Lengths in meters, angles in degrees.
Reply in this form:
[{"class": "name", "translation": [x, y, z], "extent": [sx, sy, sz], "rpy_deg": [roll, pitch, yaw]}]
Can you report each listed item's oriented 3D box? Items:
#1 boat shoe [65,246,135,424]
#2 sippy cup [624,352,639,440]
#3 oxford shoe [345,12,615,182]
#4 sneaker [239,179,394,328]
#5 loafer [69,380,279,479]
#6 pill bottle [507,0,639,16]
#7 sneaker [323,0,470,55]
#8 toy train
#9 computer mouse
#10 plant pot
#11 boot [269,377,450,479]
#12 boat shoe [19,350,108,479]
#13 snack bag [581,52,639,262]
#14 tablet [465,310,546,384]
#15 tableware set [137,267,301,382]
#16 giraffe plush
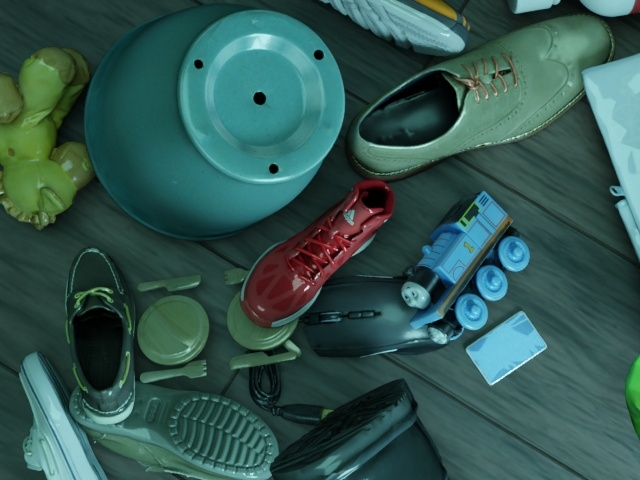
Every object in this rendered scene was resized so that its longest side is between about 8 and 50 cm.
[{"class": "boat shoe", "translation": [-0.252, 0.096, 1.670], "extent": [0.081, 0.068, 0.227], "rpy_deg": [-9, 57, -7]}, {"class": "sippy cup", "translation": [0.500, 0.142, 1.548], "extent": [0.240, 0.224, 0.305], "rpy_deg": [28, 110, -23]}, {"class": "oxford shoe", "translation": [0.193, -0.170, 1.690], "extent": [0.348, 0.130, 0.123], "rpy_deg": [-29, 83, -1]}, {"class": "sneaker", "translation": [0.000, 0.000, 1.640], "extent": [0.087, 0.128, 0.221], "rpy_deg": [40, 58, 4]}, {"class": "loafer", "translation": [-0.167, 0.224, 1.683], "extent": [0.251, 0.087, 0.094], "rpy_deg": [19, 58, 10]}, {"class": "pill bottle", "translation": [0.406, -0.386, 1.660], "extent": [0.408, 0.229, 0.229], "rpy_deg": [-12, 83, 1]}, {"class": "sneaker", "translation": [0.068, -0.353, 1.700], "extent": [0.321, 0.124, 0.180], "rpy_deg": [33, 83, 20]}, {"class": "toy train", "translation": [0.162, 0.033, 1.670], "extent": [0.105, 0.080, 0.184], "rpy_deg": [44, 60, -7]}, {"class": "computer mouse", "translation": [0.034, 0.126, 1.696], "extent": [0.262, 0.060, 0.184], "rpy_deg": [2, 82, 3]}, {"class": "plant pot", "translation": [-0.100, -0.143, 1.594], "extent": [0.272, 0.255, 0.271], "rpy_deg": [2, 86, -21]}, {"class": "boot", "translation": [0.132, 0.378, 1.504], "extent": [0.146, 0.367, 0.445], "rpy_deg": [-27, 87, 15]}, {"class": "boat shoe", "translation": [-0.310, 0.243, 1.683], "extent": [0.076, 0.083, 0.226], "rpy_deg": [-26, 84, 0]}, {"class": "snack bag", "translation": [0.490, -0.093, 1.674], "extent": [0.323, 0.037, 0.342], "rpy_deg": [-20, 84, -1]}, {"class": "tablet", "translation": [0.220, 0.127, 1.716], "extent": [0.083, 0.006, 0.054], "rpy_deg": [-34, 83, -3]}, {"class": "tableware set", "translation": [-0.117, 0.102, 1.694], "extent": [0.194, 0.039, 0.128], "rpy_deg": [-9, 64, 8]}, {"class": "giraffe plush", "translation": [-0.335, -0.106, 1.697], "extent": [0.210, 0.181, 0.170], "rpy_deg": [-30, 90, 7]}]
